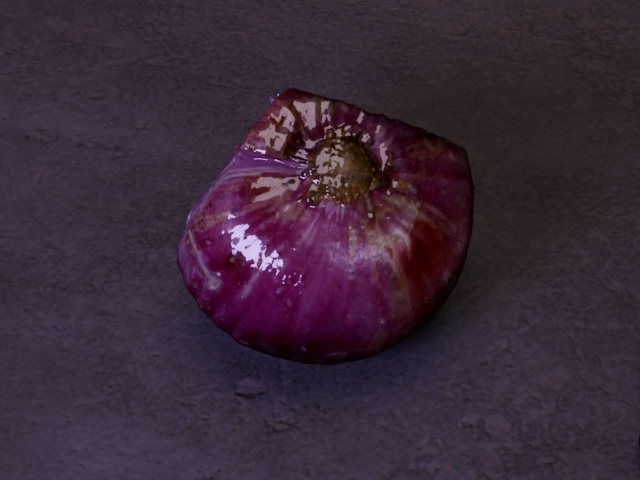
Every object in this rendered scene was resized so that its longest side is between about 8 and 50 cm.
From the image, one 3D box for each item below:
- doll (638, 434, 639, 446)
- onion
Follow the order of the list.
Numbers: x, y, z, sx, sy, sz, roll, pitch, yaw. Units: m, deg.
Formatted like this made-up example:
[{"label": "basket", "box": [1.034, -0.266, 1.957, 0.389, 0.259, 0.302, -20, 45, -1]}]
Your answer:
[{"label": "doll", "box": [0.364, 0.118, 1.137, 0.143, 0.135, 0.234, 13, 41, 8]}, {"label": "onion", "box": [0.006, 0.001, 1.193, 0.256, 0.272, 0.230, 10, 70, 17]}]
